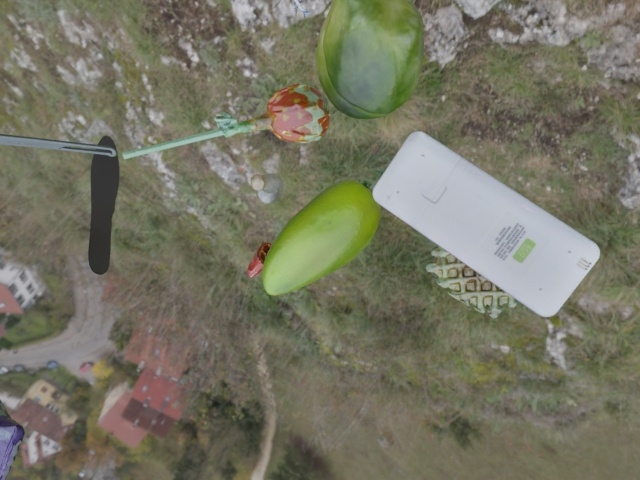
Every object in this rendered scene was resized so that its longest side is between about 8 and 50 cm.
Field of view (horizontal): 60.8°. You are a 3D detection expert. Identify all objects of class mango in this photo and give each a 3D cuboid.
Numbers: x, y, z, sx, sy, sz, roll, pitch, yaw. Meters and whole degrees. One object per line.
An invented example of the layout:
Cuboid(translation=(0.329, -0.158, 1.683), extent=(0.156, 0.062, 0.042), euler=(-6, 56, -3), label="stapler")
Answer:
Cuboid(translation=(0.000, 0.000, 1.268), extent=(0.156, 0.343, 0.192), euler=(45, 172, 35), label="mango")

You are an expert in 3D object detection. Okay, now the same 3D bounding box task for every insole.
Cuboid(translation=(-0.486, -0.083, 1.218), extent=(0.007, 0.322, 0.109), euler=(-3, 168, 12), label="insole")

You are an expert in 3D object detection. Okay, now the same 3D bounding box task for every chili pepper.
Cuboid(translation=(-0.203, 0.080, 1.781), extent=(0.064, 0.088, 0.169), euler=(32, 141, -8), label="chili pepper")

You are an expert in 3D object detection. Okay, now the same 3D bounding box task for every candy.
Cuboid(translation=(-0.123, -0.151, 0.743), extent=(0.287, 0.084, 0.078), euler=(-16, 116, -12), label="candy")
Cuboid(translation=(-0.572, 0.324, 0.912), extent=(0.275, 0.145, 0.070), euler=(20, 176, 40), label="candy")

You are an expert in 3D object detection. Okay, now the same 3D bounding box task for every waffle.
Cuboid(translation=(0.484, 0.057, 1.600), extent=(0.309, 0.292, 0.056), euler=(39, -177, 28), label="waffle")

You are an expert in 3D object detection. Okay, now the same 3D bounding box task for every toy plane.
Cuboid(translation=(-0.065, -0.713, 1.650), extent=(0.084, 0.078, 0.024), euler=(40, 152, -30), label="toy plane")

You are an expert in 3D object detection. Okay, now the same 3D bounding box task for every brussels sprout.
Cuboid(translation=(0.057, -0.211, 0.607), extent=(0.117, 0.155, 0.155), euler=(12, 143, -12), label="brussels sprout")

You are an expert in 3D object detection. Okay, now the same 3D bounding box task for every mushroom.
Cuboid(translation=(-0.206, -0.217, 2.148), extent=(0.103, 0.118, 0.270), euler=(63, 177, 9), label="mushroom")

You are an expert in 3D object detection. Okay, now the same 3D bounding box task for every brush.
Cuboid(translation=(-0.474, -0.166, 0.901), extent=(0.266, 0.027, 0.062), euler=(3, 156, -36), label="brush")

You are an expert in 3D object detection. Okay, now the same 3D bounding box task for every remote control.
Cuboid(translation=(0.184, -0.022, 0.628), extent=(0.250, 0.034, 0.103), euler=(35, 101, 13), label="remote control")
